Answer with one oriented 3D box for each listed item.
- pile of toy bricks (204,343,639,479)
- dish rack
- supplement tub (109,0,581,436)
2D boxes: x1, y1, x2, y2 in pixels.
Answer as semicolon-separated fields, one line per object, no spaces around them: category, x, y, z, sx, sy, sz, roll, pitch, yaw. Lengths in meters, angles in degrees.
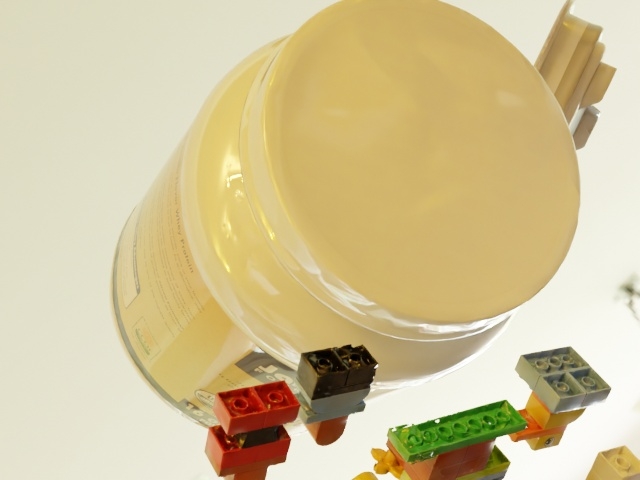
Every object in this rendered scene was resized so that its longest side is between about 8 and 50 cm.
pile of toy bricks;0.045;0.118;0.451;0.212;0.118;0.105;-6;-53;-29
dish rack;0.210;-0.056;1.066;0.332;0.072;0.285;-64;-11;-3
supplement tub;0.000;0.000;0.689;0.228;0.228;0.316;-24;-8;-28
